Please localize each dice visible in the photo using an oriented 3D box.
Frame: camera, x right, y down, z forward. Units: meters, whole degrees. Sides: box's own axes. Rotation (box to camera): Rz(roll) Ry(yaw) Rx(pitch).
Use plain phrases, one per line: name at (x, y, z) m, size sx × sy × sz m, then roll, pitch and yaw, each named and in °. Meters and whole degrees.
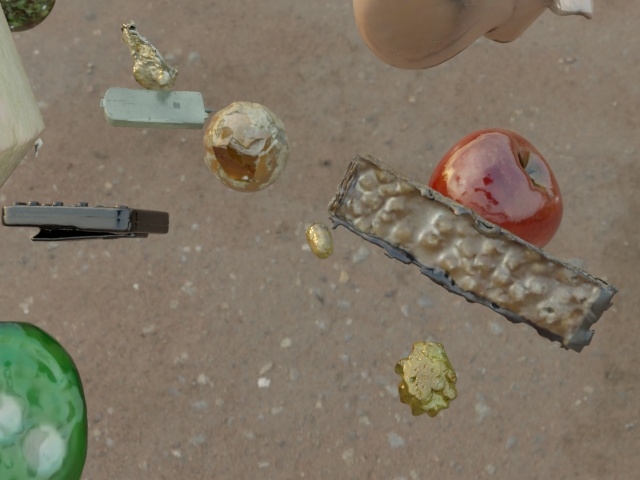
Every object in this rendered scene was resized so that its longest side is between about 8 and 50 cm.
dice at (-0.567, 0.301, 1.282) m, size 0.300 × 0.287 × 0.297 m, roll -2°, pitch 74°, yaw -49°

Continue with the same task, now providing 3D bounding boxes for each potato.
potato at (0.000, 0.000, 1.567) m, size 0.040 × 0.051 × 0.083 m, roll 11°, pitch 41°, yaw -36°

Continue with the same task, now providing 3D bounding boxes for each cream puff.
cream puff at (0.122, 0.159, 0.927) m, size 0.083 × 0.058 × 0.083 m, roll -50°, pitch 53°, yaw -3°

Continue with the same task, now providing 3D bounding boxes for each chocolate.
chocolate at (0.168, 0.009, 0.916) m, size 0.329 × 0.102 × 0.065 m, roll 29°, pitch 29°, yaw 5°

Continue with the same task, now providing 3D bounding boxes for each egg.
egg at (-0.161, -0.201, 1.788) m, size 0.195 × 0.233 × 0.194 m, roll 4°, pitch 55°, yaw -5°

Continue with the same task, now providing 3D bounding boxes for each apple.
apple at (0.332, -0.079, 1.554) m, size 0.260 × 0.216 × 0.260 m, roll 25°, pitch 43°, yaw -26°

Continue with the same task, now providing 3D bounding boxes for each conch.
conch at (-0.498, -0.420, 1.268) m, size 0.181 × 0.187 × 0.124 m, roll 4°, pitch 16°, yaw 39°

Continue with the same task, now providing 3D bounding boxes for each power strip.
power strip at (-0.321, -0.261, 1.617) m, size 0.227 × 0.029 × 0.080 m, roll 0°, pitch 63°, yaw -18°

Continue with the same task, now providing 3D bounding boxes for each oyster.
oyster at (-0.353, -0.365, 1.656) m, size 0.081 × 0.163 × 0.191 m, roll -41°, pitch 35°, yaw -9°

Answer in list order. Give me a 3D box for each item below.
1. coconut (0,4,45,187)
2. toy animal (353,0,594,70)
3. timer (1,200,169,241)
coconut at (-0.314, -0.091, 0.542) m, size 0.239 × 0.244 × 0.239 m, roll -11°, pitch 19°, yaw 4°
toy animal at (0.153, -0.281, 0.886) m, size 0.250 × 0.166 × 0.154 m, roll -20°, pitch 19°, yaw 22°
timer at (-0.314, -0.023, 1.097) m, size 0.187 × 0.144 × 0.055 m, roll 2°, pitch 91°, yaw 12°
